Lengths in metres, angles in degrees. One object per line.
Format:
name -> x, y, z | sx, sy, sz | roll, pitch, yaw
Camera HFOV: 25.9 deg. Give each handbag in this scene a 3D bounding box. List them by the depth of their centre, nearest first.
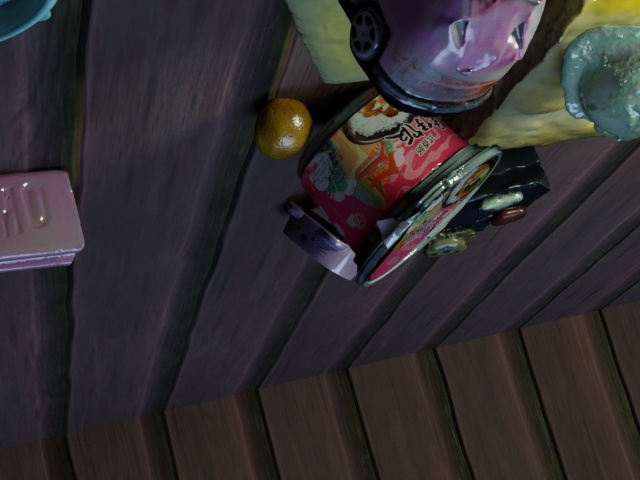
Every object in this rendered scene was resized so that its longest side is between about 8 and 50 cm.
handbag -> 0.200, -0.059, 2.257 | 0.303, 0.122, 0.329 | -15, 166, -4

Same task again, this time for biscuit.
biscuit -> 0.406, -0.246, 1.835 | 0.446, 0.104, 0.429 | -9, 159, -16

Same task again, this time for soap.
soap -> -0.415, -0.021, 1.779 | 0.203, 0.122, 0.065 | -8, 161, -29

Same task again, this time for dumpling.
dumpling -> 0.373, -0.193, 1.651 | 0.149, 0.105, 0.216 | 1, 155, -36

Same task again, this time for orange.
orange -> -0.049, -0.144, 1.796 | 0.085, 0.085, 0.085 | -15, 164, -4

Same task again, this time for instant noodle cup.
instant noodle cup -> 0.086, -0.089, 1.835 | 0.258, 0.181, 0.302 | -41, 170, -16

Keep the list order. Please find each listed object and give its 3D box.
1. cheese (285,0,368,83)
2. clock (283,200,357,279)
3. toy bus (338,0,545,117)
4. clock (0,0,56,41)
cheese -> 0.087, -0.274, 1.411 | 0.242, 0.124, 0.265 | -14, 164, 6
clock -> 0.000, 0.000, 2.204 | 0.050, 0.152, 0.110 | -56, 143, 6
toy bus -> 0.073, -0.258, 1.129 | 0.127, 0.303, 0.147 | -4, 153, -36
clock -> -0.329, -0.239, 1.182 | 0.223, 0.094, 0.274 | -16, 166, 2
